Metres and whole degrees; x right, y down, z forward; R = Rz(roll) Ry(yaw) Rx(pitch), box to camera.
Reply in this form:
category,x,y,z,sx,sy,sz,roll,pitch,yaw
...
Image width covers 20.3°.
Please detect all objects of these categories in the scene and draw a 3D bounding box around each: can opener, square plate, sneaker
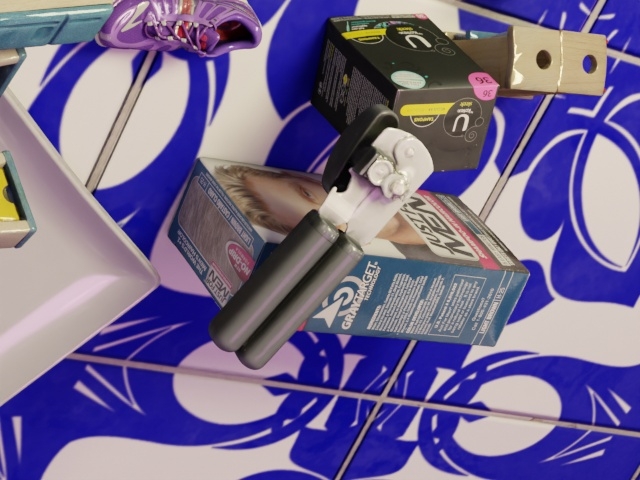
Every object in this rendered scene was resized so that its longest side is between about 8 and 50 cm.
category,x,y,z,sx,sy,sz,roll,pitch,yaw
can opener,0.000,0.000,1.716,0.074,0.093,0.280,37,93,-33
square plate,-0.378,0.036,1.756,0.347,0.049,0.344,-37,134,-2
sneaker,-0.132,-0.207,1.710,0.170,0.071,0.068,-7,125,-26

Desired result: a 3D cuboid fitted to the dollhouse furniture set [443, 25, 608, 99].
category,x,y,z,sx,sy,sz,roll,pitch,yaw
dollhouse furniture set,0.217,-0.246,1.882,0.129,0.129,0.183,2,92,-33

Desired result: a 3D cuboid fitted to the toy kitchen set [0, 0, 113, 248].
category,x,y,z,sx,sy,sz,roll,pitch,yaw
toy kitchen set,-0.253,-0.108,1.546,0.122,0.166,0.207,-12,162,-34

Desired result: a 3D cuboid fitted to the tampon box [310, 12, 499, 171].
category,x,y,z,sx,sy,sz,roll,pitch,yaw
tampon box,0.084,-0.151,1.819,0.120,0.161,0.101,-6,125,-28

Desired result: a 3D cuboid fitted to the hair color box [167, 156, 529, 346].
category,x,y,z,sx,sy,sz,roll,pitch,yaw
hair color box,0.033,0.015,1.901,0.347,0.174,0.105,6,118,-34
